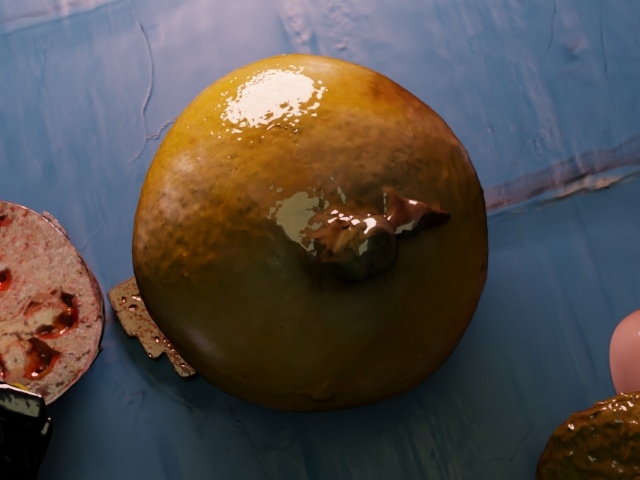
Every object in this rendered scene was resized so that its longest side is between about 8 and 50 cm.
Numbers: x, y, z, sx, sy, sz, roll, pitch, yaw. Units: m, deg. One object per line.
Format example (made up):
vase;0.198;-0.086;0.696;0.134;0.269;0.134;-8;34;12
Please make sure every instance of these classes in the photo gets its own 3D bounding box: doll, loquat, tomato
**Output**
doll;-0.301;0.217;1.660;0.127;0.088;0.248;-22;113;-18
loquat;0.000;0.000;1.614;0.328;0.359;0.328;-1;95;-15
tomato;-0.313;0.077;1.739;0.225;0.085;0.225;0;79;-1

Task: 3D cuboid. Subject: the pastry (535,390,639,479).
pastry;0.289;0.227;1.629;0.189;0.103;0.188;7;103;31

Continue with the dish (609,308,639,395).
dish;0.382;0.116;1.693;0.213;0.090;0.213;-1;76;2

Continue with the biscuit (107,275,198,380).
biscuit;-0.145;0.069;1.765;0.130;0.019;0.119;19;78;6
